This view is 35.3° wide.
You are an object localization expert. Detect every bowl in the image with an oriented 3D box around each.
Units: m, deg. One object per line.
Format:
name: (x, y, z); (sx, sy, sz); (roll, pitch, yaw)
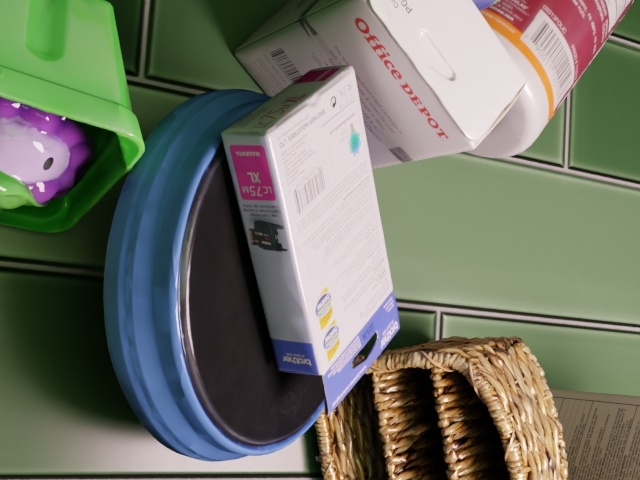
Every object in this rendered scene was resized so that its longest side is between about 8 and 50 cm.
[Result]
bowl: (-0.067, 0.037, 1.052); (0.391, 0.077, 0.391); (-9, 101, -60)

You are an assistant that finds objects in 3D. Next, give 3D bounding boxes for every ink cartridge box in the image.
ink cartridge box: (0.000, 0.000, 1.026); (0.186, 0.065, 0.311); (-45, 128, -51)
ink cartridge box: (0.061, -0.195, 1.132); (0.117, 0.283, 0.207); (-48, 111, -24)

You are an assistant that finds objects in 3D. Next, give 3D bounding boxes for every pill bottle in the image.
pill bottle: (0.275, -0.316, 1.311); (0.224, 0.224, 0.392); (48, 64, -20)

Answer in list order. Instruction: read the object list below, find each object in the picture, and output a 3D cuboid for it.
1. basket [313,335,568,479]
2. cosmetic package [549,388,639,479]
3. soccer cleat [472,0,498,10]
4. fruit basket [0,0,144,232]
basket: (0.146, 0.274, 1.186); (0.223, 0.213, 0.299); (-7, 89, -35)
cosmetic package: (0.389, 0.286, 1.294); (0.129, 0.296, 0.153); (30, 73, -28)
soccer cleat: (0.120, -0.323, 1.190); (0.121, 0.289, 0.093); (-9, 115, -29)
fruit basket: (-0.371, -0.063, 0.885); (0.392, 0.283, 0.392); (14, 62, -29)
